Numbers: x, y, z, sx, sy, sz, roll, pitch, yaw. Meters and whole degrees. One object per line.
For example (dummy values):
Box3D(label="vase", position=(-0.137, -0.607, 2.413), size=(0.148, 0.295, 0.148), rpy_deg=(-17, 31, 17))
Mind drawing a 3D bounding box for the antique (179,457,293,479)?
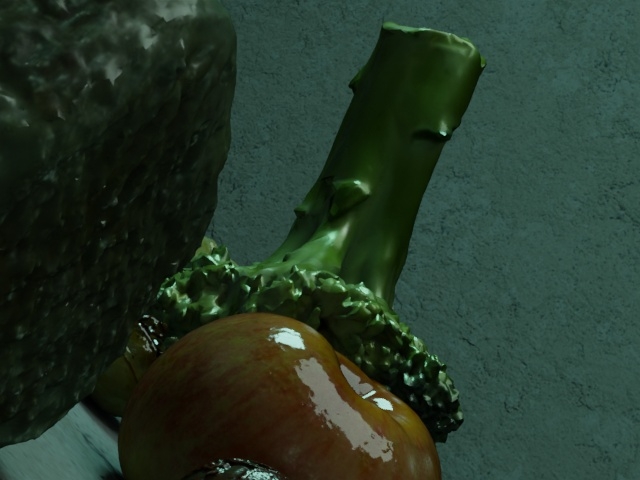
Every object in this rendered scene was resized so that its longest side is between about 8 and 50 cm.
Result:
Box3D(label="antique", position=(-0.047, 0.168, 0.949), size=(0.104, 0.104, 0.104), rpy_deg=(46, 0, 0))

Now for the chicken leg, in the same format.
Box3D(label="chicken leg", position=(-0.170, 0.065, 1.261), size=(0.178, 0.070, 0.093), rpy_deg=(32, 18, 34))

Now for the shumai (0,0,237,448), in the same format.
Box3D(label="shumai", position=(-0.177, -0.051, 0.847), size=(0.222, 0.261, 0.225), rpy_deg=(41, 31, 22))

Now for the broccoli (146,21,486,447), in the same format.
Box3D(label="broccoli", position=(0.016, 0.025, 1.381), size=(0.353, 0.397, 0.275), rpy_deg=(56, 7, 34))

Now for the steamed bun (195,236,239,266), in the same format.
Box3D(label="steamed bun", position=(-0.132, 0.063, 1.920), size=(0.192, 0.106, 0.177), rpy_deg=(45, -1, 0))

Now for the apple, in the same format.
Box3D(label="apple", position=(-0.022, 0.144, 1.092), size=(0.209, 0.164, 0.209), rpy_deg=(45, 0, 0))
